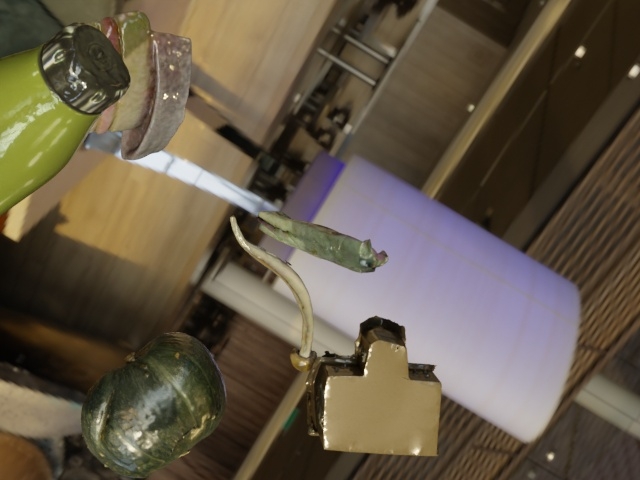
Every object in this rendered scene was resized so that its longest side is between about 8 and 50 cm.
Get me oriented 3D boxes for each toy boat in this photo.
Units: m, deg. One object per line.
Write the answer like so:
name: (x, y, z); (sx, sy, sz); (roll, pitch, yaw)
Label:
toy boat: (-0.331, -0.237, 1.374); (0.293, 0.111, 0.276); (7, 135, -43)

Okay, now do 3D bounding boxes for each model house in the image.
model house: (0.070, 0.195, 1.306); (0.248, 0.181, 0.176); (-135, -130, -78)

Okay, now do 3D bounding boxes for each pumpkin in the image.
pumpkin: (-0.368, 0.368, 1.959); (0.327, 0.257, 0.291); (-33, -177, -5)

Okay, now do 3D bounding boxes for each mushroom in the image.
mushroom: (-0.050, 0.081, 1.253); (0.043, 0.068, 0.306); (-108, 179, -51)

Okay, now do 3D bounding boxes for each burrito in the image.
burrito: (-0.002, 0.001, 1.791); (0.096, 0.309, 0.066); (40, 72, -54)

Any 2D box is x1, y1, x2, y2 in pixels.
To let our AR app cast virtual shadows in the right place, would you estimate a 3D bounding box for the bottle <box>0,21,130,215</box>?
bottle: (-0.272, -0.094, 0.760); (0.260, 0.112, 0.112); (-27, -161, 30)
